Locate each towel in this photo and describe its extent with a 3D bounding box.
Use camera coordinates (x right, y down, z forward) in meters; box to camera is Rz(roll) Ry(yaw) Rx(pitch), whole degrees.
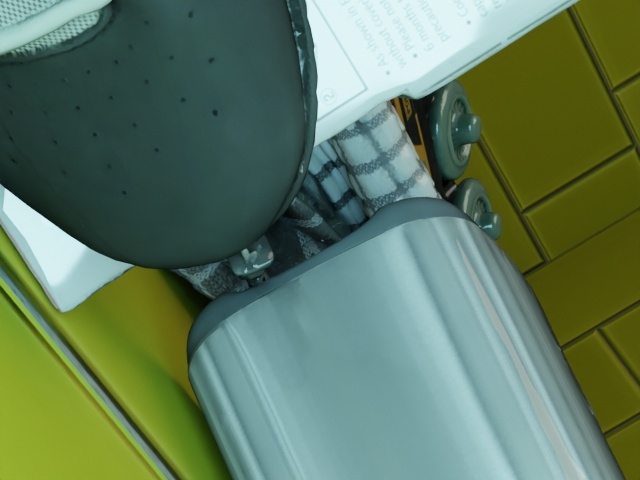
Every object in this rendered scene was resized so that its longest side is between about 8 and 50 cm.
[{"bbox_3d":[0.000,0.000,0.759,0.235,0.121,0.283,59,2,-27],"label":"towel"}]

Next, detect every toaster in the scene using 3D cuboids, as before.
[{"bbox_3d":[0.044,0.090,0.516,0.146,0.129,0.227,64,5,34],"label":"toaster"}]

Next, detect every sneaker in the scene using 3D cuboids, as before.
[{"bbox_3d":[-0.111,-0.104,0.298,0.330,0.122,0.146,58,22,-25],"label":"sneaker"}]

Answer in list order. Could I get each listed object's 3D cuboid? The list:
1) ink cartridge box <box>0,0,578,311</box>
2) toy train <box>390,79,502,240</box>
[{"bbox_3d":[-0.047,-0.171,0.438,0.296,0.261,0.066,59,-4,-9],"label":"ink cartridge box"},{"bbox_3d":[0.035,-0.051,1.036,0.190,0.142,0.334,-58,142,-48],"label":"toy train"}]
